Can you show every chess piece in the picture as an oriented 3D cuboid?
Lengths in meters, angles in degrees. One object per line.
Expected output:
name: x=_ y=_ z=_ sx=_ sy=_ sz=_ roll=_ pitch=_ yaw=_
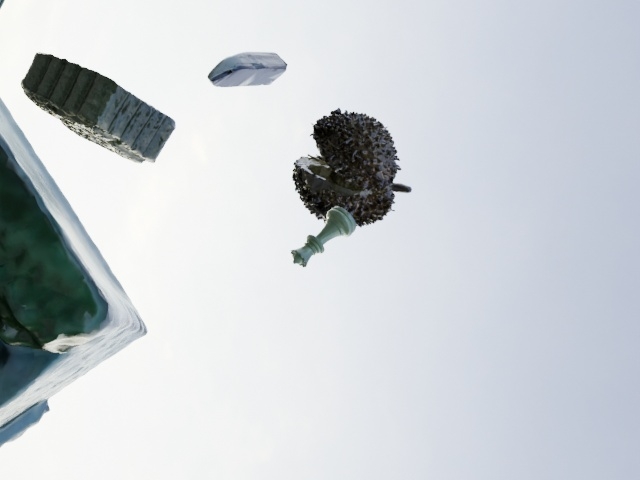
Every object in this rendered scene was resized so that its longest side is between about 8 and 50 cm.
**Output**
chess piece: x=0.000 y=0.000 z=1.081 sx=0.042 sy=0.093 sz=0.042 roll=38 pitch=-25 yaw=21

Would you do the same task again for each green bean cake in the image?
green bean cake: x=-0.339 y=-0.202 z=1.322 sx=0.183 sy=0.185 sz=0.094 roll=27 pitch=-96 yaw=26

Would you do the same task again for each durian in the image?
durian: x=0.056 y=-0.112 z=1.401 sx=0.196 sy=0.196 sz=0.167 roll=-55 pitch=-179 yaw=36

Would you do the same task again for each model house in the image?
model house: x=-0.265 y=0.003 z=0.436 sx=0.281 sy=0.248 sz=0.230 roll=56 pitch=-11 yaw=4

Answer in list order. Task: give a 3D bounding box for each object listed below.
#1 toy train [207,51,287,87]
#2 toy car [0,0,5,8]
toy train: x=-0.132 y=-0.289 z=1.450 sx=0.055 sy=0.252 sz=0.048 roll=-38 pitch=-95 yaw=23
toy car: x=-0.321 y=-0.281 z=0.779 sx=0.090 sy=0.076 sz=0.224 roll=87 pitch=-10 yaw=-61
